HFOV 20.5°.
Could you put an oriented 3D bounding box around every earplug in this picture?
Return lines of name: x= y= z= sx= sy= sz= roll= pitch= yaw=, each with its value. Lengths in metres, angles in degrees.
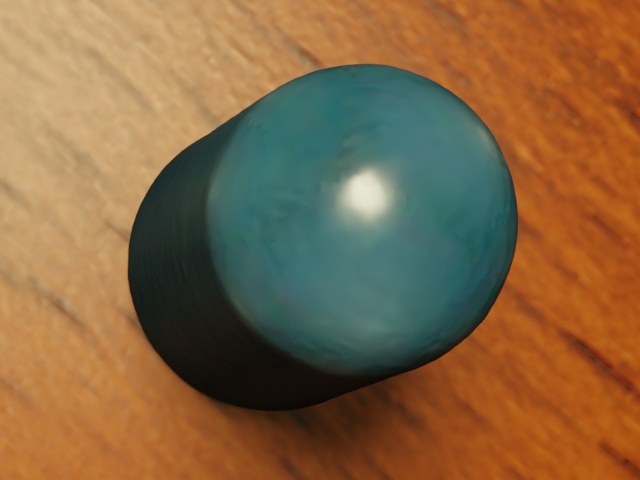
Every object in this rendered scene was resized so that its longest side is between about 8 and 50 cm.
earplug: x=0.000 y=0.000 z=0.672 sx=0.132 sy=0.273 sz=0.132 roll=1 pitch=85 yaw=-9
